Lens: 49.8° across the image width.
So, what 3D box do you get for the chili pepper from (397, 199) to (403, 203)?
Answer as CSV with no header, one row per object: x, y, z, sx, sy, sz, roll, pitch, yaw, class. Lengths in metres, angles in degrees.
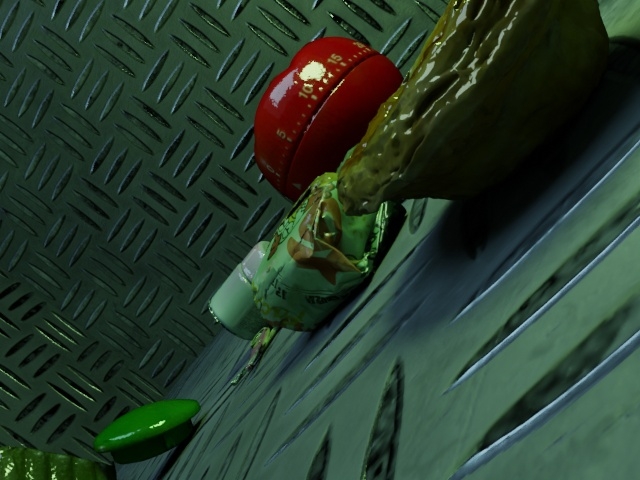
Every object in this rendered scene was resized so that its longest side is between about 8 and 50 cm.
0.111,-0.077,1.031,0.118,0.035,0.055,-56,-12,-86,chili pepper

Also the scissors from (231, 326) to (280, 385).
-0.104,0.185,1.224,0.133,0.020,0.187,-44,6,32,scissors

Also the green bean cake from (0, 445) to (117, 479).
-0.509,0.499,1.221,0.247,0.250,0.156,-49,39,20,green bean cake

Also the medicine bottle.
-0.123,0.100,1.377,0.168,0.135,0.135,-51,4,15,medicine bottle

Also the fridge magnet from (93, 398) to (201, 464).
-0.327,0.359,1.315,0.208,0.088,0.208,-19,1,0,fridge magnet

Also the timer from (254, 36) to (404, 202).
0.031,-0.250,1.531,0.378,0.279,0.378,-52,-13,-17,timer

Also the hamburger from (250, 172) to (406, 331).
0.002,-0.002,0.911,0.214,0.125,0.235,-33,30,45,hamburger

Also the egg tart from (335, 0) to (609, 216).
0.134,-0.126,0.580,0.319,0.128,0.319,-54,4,5,egg tart

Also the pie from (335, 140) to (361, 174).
0.135,-0.182,1.178,0.302,0.067,0.302,-41,10,8,pie
